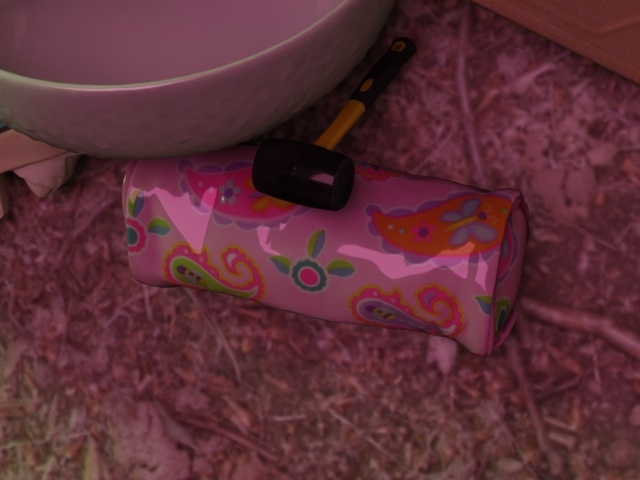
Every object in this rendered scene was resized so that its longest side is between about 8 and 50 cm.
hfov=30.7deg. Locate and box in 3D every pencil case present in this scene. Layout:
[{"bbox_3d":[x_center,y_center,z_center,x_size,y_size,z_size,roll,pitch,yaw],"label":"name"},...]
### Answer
[{"bbox_3d":[0.000,0.000,0.815,0.284,0.124,0.124,10,90,16],"label":"pencil case"}]

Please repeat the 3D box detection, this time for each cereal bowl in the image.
[{"bbox_3d":[-0.107,-0.184,0.805,0.339,0.141,0.339,-1,56,2],"label":"cereal bowl"}]

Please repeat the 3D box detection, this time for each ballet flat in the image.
[{"bbox_3d":[-0.246,-0.062,0.911,0.248,0.086,0.086,-19,83,15],"label":"ballet flat"}]

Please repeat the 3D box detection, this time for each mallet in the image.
[{"bbox_3d":[0.029,-0.084,0.790,0.062,0.190,0.039,21,137,26],"label":"mallet"}]

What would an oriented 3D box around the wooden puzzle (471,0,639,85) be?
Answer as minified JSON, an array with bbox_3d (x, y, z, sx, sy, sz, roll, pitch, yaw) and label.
[{"bbox_3d":[0.221,-0.223,0.767,0.238,0.044,0.221,25,102,-5],"label":"wooden puzzle"}]
